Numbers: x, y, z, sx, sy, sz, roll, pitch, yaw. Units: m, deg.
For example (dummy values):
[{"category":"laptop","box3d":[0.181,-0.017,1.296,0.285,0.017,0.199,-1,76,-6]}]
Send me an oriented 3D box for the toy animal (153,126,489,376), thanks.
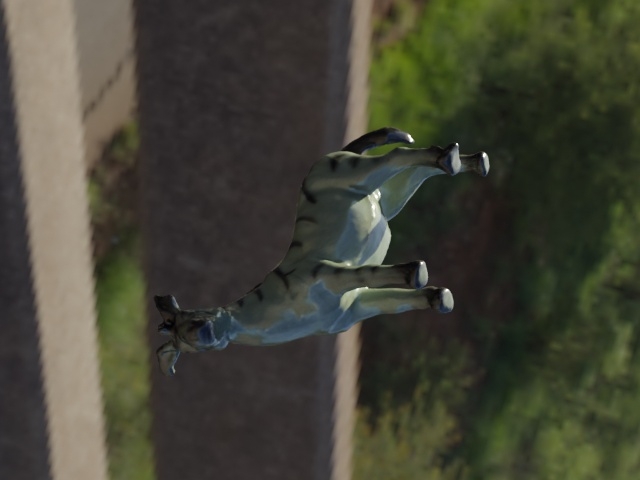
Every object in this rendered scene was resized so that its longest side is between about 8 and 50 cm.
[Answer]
[{"category":"toy animal","box3d":[0.001,0.005,1.124,0.217,0.176,0.073,-66,145,-41]}]
